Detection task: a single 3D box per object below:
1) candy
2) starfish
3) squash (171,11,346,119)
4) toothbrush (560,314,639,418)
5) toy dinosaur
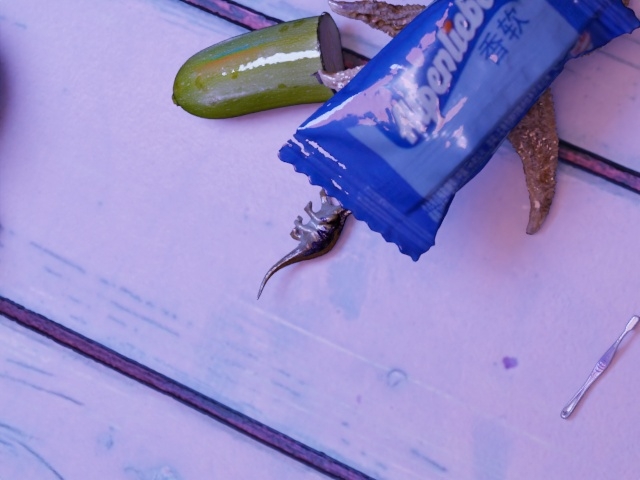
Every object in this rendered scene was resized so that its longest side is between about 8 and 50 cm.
[{"bbox_3d":[0.134,-0.147,1.676,0.187,0.077,0.331,40,92,-11],"label":"candy"},{"bbox_3d":[0.135,-0.188,1.745,0.293,0.084,0.301,17,105,-14],"label":"starfish"},{"bbox_3d":[-0.072,-0.177,1.837,0.188,0.095,0.095,-9,88,18],"label":"squash"},{"bbox_3d":[0.282,0.128,1.774,0.011,0.013,0.131,40,103,23],"label":"toothbrush"},{"bbox_3d":[-0.008,-0.012,1.848,0.180,0.037,0.058,-41,75,13],"label":"toy dinosaur"}]
